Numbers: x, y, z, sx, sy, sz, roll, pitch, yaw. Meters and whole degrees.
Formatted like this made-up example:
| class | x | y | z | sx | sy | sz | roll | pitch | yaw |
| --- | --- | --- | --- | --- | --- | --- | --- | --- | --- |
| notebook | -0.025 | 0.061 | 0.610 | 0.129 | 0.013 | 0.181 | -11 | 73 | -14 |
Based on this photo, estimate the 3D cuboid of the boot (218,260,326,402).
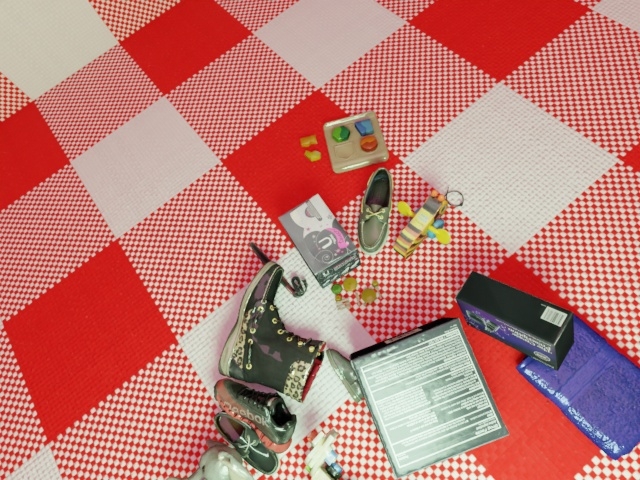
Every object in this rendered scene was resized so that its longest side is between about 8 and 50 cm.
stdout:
| class | x | y | z | sx | sy | sz | roll | pitch | yaw |
| --- | --- | --- | --- | --- | --- | --- | --- | --- | --- |
| boot | -0.117 | 0.274 | 1.262 | 0.284 | 0.138 | 0.378 | 18 | 75 | 19 |

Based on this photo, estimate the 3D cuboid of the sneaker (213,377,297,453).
| class | x | y | z | sx | sy | sz | roll | pitch | yaw |
| --- | --- | --- | --- | --- | --- | --- | --- | --- | --- |
| sneaker | -0.178 | 0.466 | 1.173 | 0.276 | 0.097 | 0.135 | 34 | 115 | 12 |

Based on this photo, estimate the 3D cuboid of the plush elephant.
| class | x | y | z | sx | sy | sz | roll | pitch | yaw |
| --- | --- | --- | --- | --- | --- | --- | --- | --- | --- |
| plush elephant | -0.271 | 0.655 | 1.061 | 0.330 | 0.272 | 0.255 | -20 | 75 | -30 |

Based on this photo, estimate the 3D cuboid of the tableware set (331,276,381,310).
| class | x | y | z | sx | sy | sz | roll | pitch | yaw |
| --- | --- | --- | --- | --- | --- | --- | --- | --- | --- |
| tableware set | 0.114 | 0.164 | 1.333 | 0.154 | 0.024 | 0.104 | -17 | 61 | 5 |

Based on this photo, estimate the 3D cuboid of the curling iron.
| class | x | y | z | sx | sy | sz | roll | pitch | yaw |
| --- | --- | --- | --- | --- | --- | --- | --- | --- | --- |
| curling iron | -0.145 | 0.095 | 1.406 | 0.274 | 0.035 | 0.068 | 38 | 74 | 23 |

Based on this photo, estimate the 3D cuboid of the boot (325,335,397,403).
| class | x | y | z | sx | sy | sz | roll | pitch | yaw |
| --- | --- | --- | --- | --- | --- | --- | --- | --- | --- |
| boot | 0.145 | 0.345 | 1.215 | 0.208 | 0.076 | 0.190 | -37 | 79 | 1 |

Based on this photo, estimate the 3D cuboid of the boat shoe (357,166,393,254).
| class | x | y | z | sx | sy | sz | roll | pitch | yaw |
| --- | --- | --- | --- | --- | --- | --- | --- | --- | --- |
| boat shoe | 0.184 | -0.103 | 1.398 | 0.109 | 0.091 | 0.305 | 8 | 68 | 14 |

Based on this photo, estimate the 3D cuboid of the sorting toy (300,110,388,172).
| class | x | y | z | sx | sy | sz | roll | pitch | yaw |
| --- | --- | --- | --- | --- | --- | --- | --- | --- | --- |
| sorting toy | 0.082 | -0.365 | 1.563 | 0.307 | 0.041 | 0.229 | -14 | 64 | 5 |

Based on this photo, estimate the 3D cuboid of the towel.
| class | x | y | z | sx | sy | sz | roll | pitch | yaw |
| --- | --- | --- | --- | --- | --- | --- | --- | --- | --- |
| towel | 0.710 | 0.375 | 1.097 | 0.227 | 0.076 | 0.308 | -42 | 65 | -3 |

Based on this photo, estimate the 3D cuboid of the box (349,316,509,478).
| class | x | y | z | sx | sy | sz | roll | pitch | yaw |
| --- | --- | --- | --- | --- | --- | --- | --- | --- | --- |
| box | 0.262 | 0.389 | 1.079 | 0.296 | 0.183 | 0.294 | -21 | 79 | 0 |

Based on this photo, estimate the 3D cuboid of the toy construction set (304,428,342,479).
| class | x | y | z | sx | sy | sz | roll | pitch | yaw |
| --- | --- | --- | --- | --- | --- | --- | --- | --- | --- |
| toy construction set | 0.055 | 0.636 | 1.024 | 0.151 | 0.215 | 0.328 | -33 | 64 | -5 |

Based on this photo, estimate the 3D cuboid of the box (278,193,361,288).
| class | x | y | z | sx | sy | sz | roll | pitch | yaw |
| --- | --- | --- | --- | --- | --- | --- | --- | --- | --- |
| box | 0.000 | 0.000 | 1.360 | 0.163 | 0.142 | 0.247 | -32 | 65 | -4 |

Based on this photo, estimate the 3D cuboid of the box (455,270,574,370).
| class | x | y | z | sx | sy | sz | roll | pitch | yaw |
| --- | --- | --- | --- | --- | --- | --- | --- | --- | --- |
| box | 0.512 | 0.209 | 1.102 | 0.261 | 0.184 | 0.103 | 26 | 75 | 43 |

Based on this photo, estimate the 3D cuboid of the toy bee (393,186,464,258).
| class | x | y | z | sx | sy | sz | roll | pitch | yaw |
| --- | --- | --- | --- | --- | --- | --- | --- | --- | --- |
| toy bee | 0.337 | -0.089 | 1.325 | 0.195 | 0.162 | 0.298 | 17 | 71 | 20 |

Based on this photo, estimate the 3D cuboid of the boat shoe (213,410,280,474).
| class | x | y | z | sx | sy | sz | roll | pitch | yaw |
| --- | --- | --- | --- | --- | --- | --- | --- | --- | --- |
| boat shoe | -0.214 | 0.575 | 1.181 | 0.233 | 0.079 | 0.084 | 37 | 78 | 21 |
